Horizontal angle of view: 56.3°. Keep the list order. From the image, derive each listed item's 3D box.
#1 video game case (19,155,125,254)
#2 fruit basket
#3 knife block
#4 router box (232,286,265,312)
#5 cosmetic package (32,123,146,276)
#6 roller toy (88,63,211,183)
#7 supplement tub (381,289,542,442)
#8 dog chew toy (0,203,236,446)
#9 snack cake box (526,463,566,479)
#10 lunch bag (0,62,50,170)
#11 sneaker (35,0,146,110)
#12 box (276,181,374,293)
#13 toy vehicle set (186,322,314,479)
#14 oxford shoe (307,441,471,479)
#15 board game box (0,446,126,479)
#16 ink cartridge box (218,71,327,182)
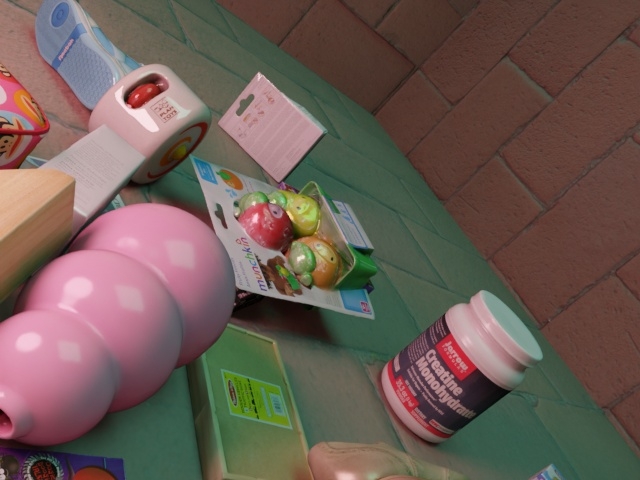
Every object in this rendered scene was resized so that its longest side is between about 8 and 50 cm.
[{"bbox_3d":[-0.368,-0.049,0.885,0.201,0.023,0.183,11,39,-56],"label":"video game case"},{"bbox_3d":[-0.058,-0.013,1.122,0.353,0.165,0.327,25,31,-46],"label":"fruit basket"},{"bbox_3d":[-0.339,0.047,0.522,0.275,0.088,0.242,-7,48,-33],"label":"knife block"},{"bbox_3d":[-0.150,0.072,1.045,0.092,0.038,0.122,48,20,11],"label":"router box"},{"bbox_3d":[-0.325,-0.061,0.786,0.085,0.117,0.231,40,19,-17],"label":"cosmetic package"},{"bbox_3d":[-0.298,-0.201,1.069,0.146,0.191,0.209,46,20,1],"label":"roller toy"},{"bbox_3d":[0.272,0.247,1.174,0.191,0.272,0.191,38,21,-17],"label":"supplement tub"},{"bbox_3d":[-0.227,0.089,0.650,0.206,0.206,0.332,43,28,-4],"label":"dog chew toy"},{"bbox_3d":[0.433,0.558,1.056,0.089,0.152,0.264,9,39,-57],"label":"snack cake box"},{"bbox_3d":[-0.469,-0.179,0.630,0.293,0.120,0.258,46,17,7],"label":"lunch bag"},{"bbox_3d":[-0.436,-0.358,1.224,0.319,0.127,0.208,55,19,20],"label":"sneaker"},{"bbox_3d":[0.000,0.000,1.445,0.201,0.057,0.293,26,27,-39],"label":"box"},{"bbox_3d":[-0.102,0.229,0.835,0.166,0.035,0.267,29,26,-37],"label":"toy vehicle set"},{"bbox_3d":[0.127,0.357,0.870,0.146,0.140,0.397,41,1,41],"label":"oxford shoe"},{"bbox_3d":[-0.223,0.313,0.427,0.208,0.056,0.347,31,24,-44],"label":"board game box"},{"bbox_3d":[-0.127,-0.300,1.597,0.232,0.189,0.066,45,20,3],"label":"ink cartridge box"}]
